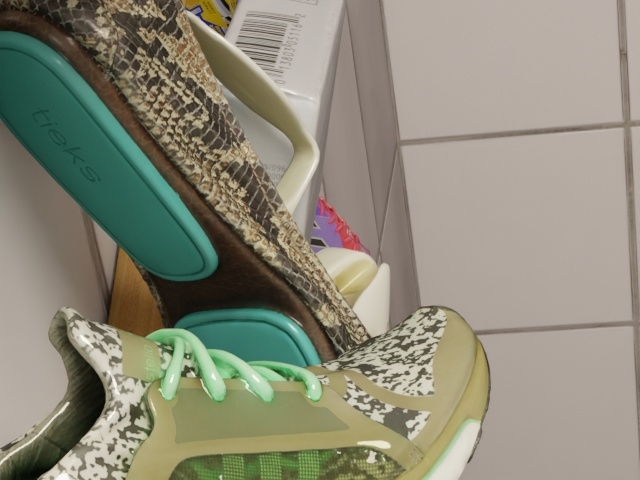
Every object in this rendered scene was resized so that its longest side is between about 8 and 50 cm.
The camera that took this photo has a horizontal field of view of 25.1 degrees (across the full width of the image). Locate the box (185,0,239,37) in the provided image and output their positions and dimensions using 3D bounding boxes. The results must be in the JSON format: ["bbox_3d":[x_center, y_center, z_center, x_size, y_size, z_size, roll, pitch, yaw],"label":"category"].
[{"bbox_3d":[-0.106,-0.230,1.385,0.059,0.054,0.169,-82,165,-49],"label":"box"}]

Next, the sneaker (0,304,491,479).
[{"bbox_3d":[-0.067,0.104,0.764,0.410,0.158,0.182,-30,104,-37],"label":"sneaker"}]

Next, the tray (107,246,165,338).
[{"bbox_3d":[-0.113,0.128,1.140,0.203,0.076,0.411,74,16,-52],"label":"tray"}]

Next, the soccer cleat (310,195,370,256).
[{"bbox_3d":[0.000,0.000,1.725,0.318,0.116,0.108,74,15,-53],"label":"soccer cleat"}]

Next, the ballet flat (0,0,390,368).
[{"bbox_3d":[-0.048,0.005,0.965,0.182,0.164,0.483,-48,122,-37],"label":"ballet flat"}]

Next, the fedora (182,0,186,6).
[{"bbox_3d":[-0.145,-0.219,1.075,0.194,0.079,0.194,-3,90,-81],"label":"fedora"}]

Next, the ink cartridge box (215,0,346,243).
[{"bbox_3d":[-0.048,-0.029,1.232,0.308,0.091,0.385,-80,180,-57],"label":"ink cartridge box"}]
